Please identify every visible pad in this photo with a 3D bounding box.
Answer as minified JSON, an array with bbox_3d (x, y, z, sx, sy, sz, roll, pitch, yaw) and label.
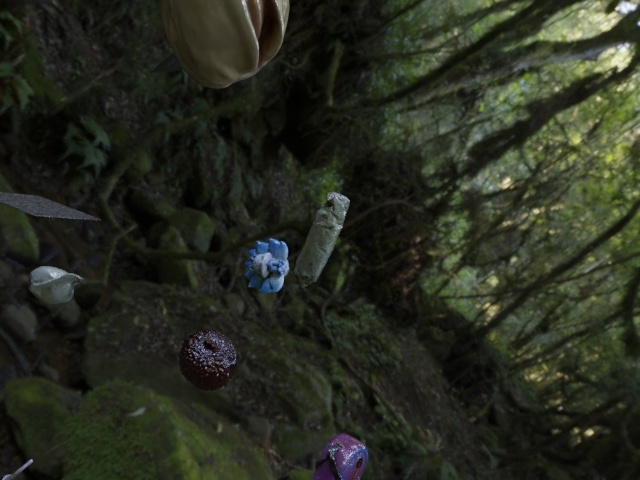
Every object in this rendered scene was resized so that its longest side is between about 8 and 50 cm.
[{"bbox_3d":[-0.584,-0.073,1.291,0.235,0.003,0.158,17,7,32],"label":"pad"},{"bbox_3d":[-0.205,-0.370,1.146,0.003,0.211,0.143,56,20,-7],"label":"pad"}]

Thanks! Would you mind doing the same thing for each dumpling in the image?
[{"bbox_3d":[-0.723,0.123,1.722,0.176,0.150,0.092,96,-7,-60],"label":"dumpling"}]

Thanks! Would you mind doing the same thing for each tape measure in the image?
[{"bbox_3d":[0.037,0.448,1.251,0.074,0.118,0.125,23,0,32],"label":"tape measure"}]

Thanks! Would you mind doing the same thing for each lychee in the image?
[{"bbox_3d":[-0.232,0.251,1.294,0.123,0.123,0.129,-126,-136,-63],"label":"lychee"}]

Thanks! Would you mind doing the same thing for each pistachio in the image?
[{"bbox_3d":[-0.142,-0.359,0.900,0.214,0.193,0.318,36,-30,28],"label":"pistachio"}]

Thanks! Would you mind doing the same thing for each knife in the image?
[{"bbox_3d":[-0.870,0.663,1.749,0.022,0.256,0.046,52,30,2],"label":"knife"}]

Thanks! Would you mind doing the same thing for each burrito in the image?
[{"bbox_3d":[-0.002,0.000,1.111,0.045,0.188,0.058,8,23,-35],"label":"burrito"}]

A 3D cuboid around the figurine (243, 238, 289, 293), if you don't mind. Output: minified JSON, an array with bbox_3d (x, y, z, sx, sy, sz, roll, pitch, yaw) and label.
[{"bbox_3d":[-0.113,0.050,1.243,0.114,0.114,0.079,55,21,20],"label":"figurine"}]
